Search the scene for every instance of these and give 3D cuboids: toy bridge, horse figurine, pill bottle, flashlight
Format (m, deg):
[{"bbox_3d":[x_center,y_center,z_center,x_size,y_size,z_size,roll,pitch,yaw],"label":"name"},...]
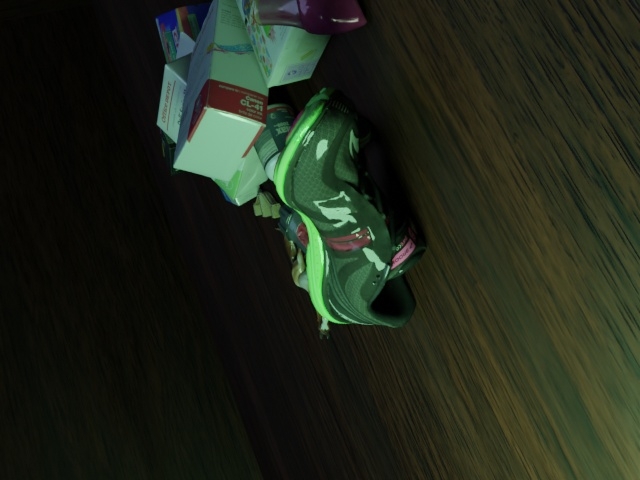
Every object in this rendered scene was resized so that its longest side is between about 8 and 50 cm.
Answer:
[{"bbox_3d":[-0.140,-0.092,2.122,0.188,0.026,0.063,-167,65,-70],"label":"toy bridge"},{"bbox_3d":[-0.020,0.068,1.842,0.263,0.066,0.175,50,145,46],"label":"horse figurine"},{"bbox_3d":[-0.072,-0.180,1.711,0.108,0.107,0.180,107,142,-60],"label":"pill bottle"},{"bbox_3d":[0.000,0.000,1.658,0.103,0.103,0.304,41,-176,-35],"label":"flashlight"}]

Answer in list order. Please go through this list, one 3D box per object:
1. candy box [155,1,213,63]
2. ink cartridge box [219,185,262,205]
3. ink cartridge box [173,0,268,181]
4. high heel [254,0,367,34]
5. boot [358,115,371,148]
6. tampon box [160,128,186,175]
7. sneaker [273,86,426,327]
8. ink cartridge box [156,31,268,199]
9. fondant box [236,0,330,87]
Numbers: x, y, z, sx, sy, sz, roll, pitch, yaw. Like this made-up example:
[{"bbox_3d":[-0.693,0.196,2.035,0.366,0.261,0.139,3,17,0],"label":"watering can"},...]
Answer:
[{"bbox_3d":[-0.315,-0.466,2.166,0.317,0.122,0.268,-157,51,-66],"label":"candy box"},{"bbox_3d":[-0.249,-0.213,2.176,0.231,0.078,0.134,63,166,-18],"label":"ink cartridge box"},{"bbox_3d":[-0.192,-0.308,1.684,0.226,0.131,0.306,132,148,-54],"label":"ink cartridge box"},{"bbox_3d":[0.000,-0.515,1.306,0.127,0.181,0.378,-35,-50,-71],"label":"high heel"},{"bbox_3d":[0.045,-0.117,1.469,0.190,0.076,0.209,-114,21,-64],"label":"boot"},{"bbox_3d":[-0.378,-0.281,2.452,0.120,0.160,0.101,100,149,-53],"label":"tampon box"},{"bbox_3d":[0.067,-0.039,1.311,0.202,0.185,0.483,16,145,27],"label":"sneaker"},{"bbox_3d":[-0.260,-0.290,1.928,0.353,0.119,0.207,44,144,16],"label":"ink cartridge box"},{"bbox_3d":[-0.086,-0.481,1.515,0.238,0.096,0.331,132,121,-69],"label":"fondant box"}]
